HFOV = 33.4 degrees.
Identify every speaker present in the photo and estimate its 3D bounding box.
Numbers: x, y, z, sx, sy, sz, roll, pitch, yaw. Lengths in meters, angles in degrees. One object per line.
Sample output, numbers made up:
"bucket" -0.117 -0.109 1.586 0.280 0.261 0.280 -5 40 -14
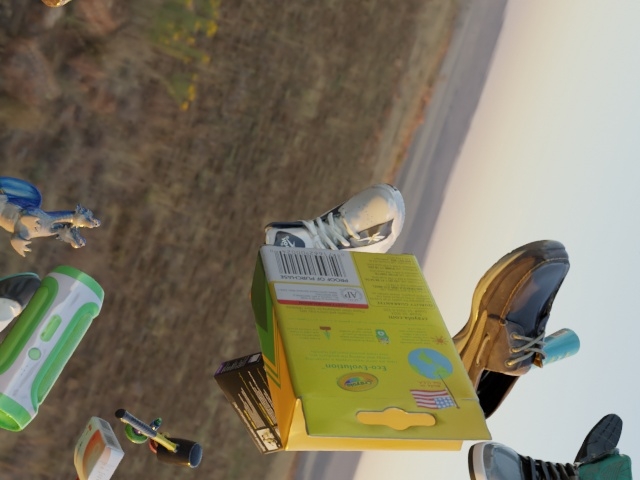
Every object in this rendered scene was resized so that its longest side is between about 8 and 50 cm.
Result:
"speaker" -0.513 0.193 1.939 0.131 0.131 0.296 102 12 -58

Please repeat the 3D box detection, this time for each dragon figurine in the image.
"dragon figurine" -0.520 -0.052 1.785 0.144 0.289 0.085 -84 -163 -74

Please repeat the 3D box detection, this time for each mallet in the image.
"mallet" -0.238 0.271 1.485 0.190 0.062 0.039 45 53 -49

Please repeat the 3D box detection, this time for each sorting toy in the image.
"sorting toy" -0.340 0.387 2.154 0.042 0.102 0.061 -50 -166 36

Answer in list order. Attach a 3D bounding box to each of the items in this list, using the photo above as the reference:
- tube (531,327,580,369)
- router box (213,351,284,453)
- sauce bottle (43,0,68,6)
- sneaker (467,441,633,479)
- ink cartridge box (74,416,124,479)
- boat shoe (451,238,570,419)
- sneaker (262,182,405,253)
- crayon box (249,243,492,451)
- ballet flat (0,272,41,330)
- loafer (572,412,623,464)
"tube" 0.374 0.204 1.874 0.207 0.052 0.080 -15 156 -38
"router box" -0.084 0.277 1.831 0.179 0.133 0.046 61 31 -18
"sauce bottle" -0.317 -0.344 1.388 0.128 0.042 0.042 -56 166 -50
"sneaker" 0.354 0.349 1.518 0.178 0.295 0.124 -24 -132 33
"ink cartridge box" -0.434 0.428 1.951 0.179 0.045 0.145 -57 -154 -1
"boat shoe" 0.294 0.146 1.619 0.130 0.132 0.355 62 -33 35
"sneaker" 0.000 0.000 1.487 0.153 0.094 0.235 -11 168 -47
"crayon box" 0.043 0.131 1.183 0.318 0.202 0.081 -107 -154 -54
"ballet flat" -0.684 0.150 2.123 0.095 0.280 0.096 71 2 -55
"loafer" 0.547 0.421 2.143 0.170 0.062 0.061 -55 177 -4
